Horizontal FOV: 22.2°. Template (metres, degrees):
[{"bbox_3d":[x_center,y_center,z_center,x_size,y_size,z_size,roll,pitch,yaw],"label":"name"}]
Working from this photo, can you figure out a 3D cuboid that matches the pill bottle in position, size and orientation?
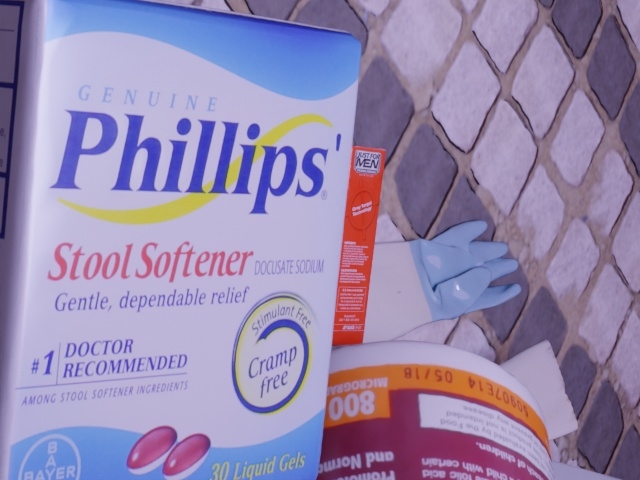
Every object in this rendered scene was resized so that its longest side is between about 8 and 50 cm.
[{"bbox_3d":[0.053,0.278,1.038,0.224,0.224,0.392,54,24,-41],"label":"pill bottle"}]

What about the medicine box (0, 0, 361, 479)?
[{"bbox_3d":[-0.123,0.006,0.954,0.263,0.149,0.289,-1,99,-51],"label":"medicine box"}]

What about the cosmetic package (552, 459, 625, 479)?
[{"bbox_3d":[0.221,0.373,1.342,0.377,0.284,0.097,-51,133,-30],"label":"cosmetic package"}]

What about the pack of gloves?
[{"bbox_3d":[0.098,0.089,1.311,0.232,0.046,0.195,-11,80,-48],"label":"pack of gloves"}]

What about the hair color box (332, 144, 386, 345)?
[{"bbox_3d":[0.000,0.000,1.164,0.043,0.072,0.141,2,96,-50],"label":"hair color box"}]
